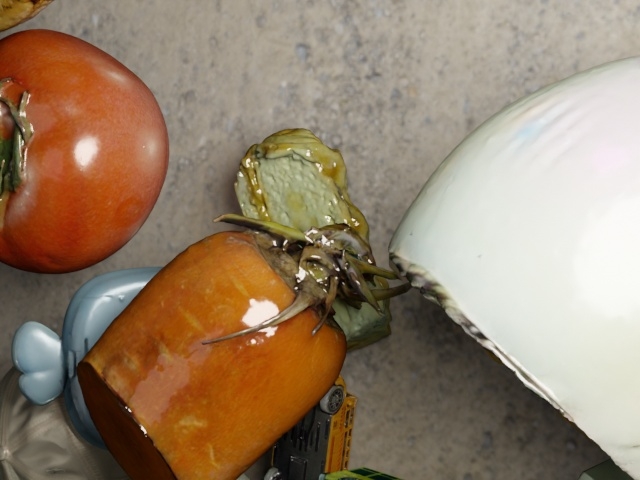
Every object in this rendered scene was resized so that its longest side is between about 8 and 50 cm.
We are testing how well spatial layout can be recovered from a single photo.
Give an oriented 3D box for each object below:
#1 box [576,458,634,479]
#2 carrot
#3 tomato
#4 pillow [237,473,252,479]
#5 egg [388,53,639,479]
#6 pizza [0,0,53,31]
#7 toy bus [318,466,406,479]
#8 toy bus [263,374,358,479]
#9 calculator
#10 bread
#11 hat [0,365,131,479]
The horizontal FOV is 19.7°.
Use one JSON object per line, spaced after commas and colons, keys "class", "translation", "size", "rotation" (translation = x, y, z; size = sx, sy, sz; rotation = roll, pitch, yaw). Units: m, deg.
{"class": "box", "translation": [0.289, 0.354, 1.662], "size": [0.225, 0.117, 0.225], "rotation": [37, 111, 23]}
{"class": "carrot", "translation": [-0.086, 0.096, 1.728], "size": [0.331, 0.214, 0.193], "rotation": [-42, 64, -2]}
{"class": "tomato", "translation": [-0.282, -0.092, 1.907], "size": [0.256, 0.224, 0.256], "rotation": [6, 101, 32]}
{"class": "pillow", "translation": [-0.130, 0.335, 1.927], "size": [0.144, 0.078, 0.254], "rotation": [38, 114, -11]}
{"class": "egg", "translation": [0.280, -0.001, 1.530], "size": [0.354, 0.354, 0.340], "rotation": [43, 92, 21]}
{"class": "pizza", "translation": [-0.303, -0.356, 1.981], "size": [0.161, 0.085, 0.305], "rotation": [39, 111, 23]}
{"class": "toy bus", "translation": [0.085, 0.282, 1.788], "size": [0.175, 0.101, 0.088], "rotation": [14, 99, 34]}
{"class": "toy bus", "translation": [-0.005, 0.196, 1.846], "size": [0.069, 0.074, 0.162], "rotation": [17, 109, 32]}
{"class": "calculator", "translation": [-0.157, 0.120, 1.853], "size": [0.303, 0.042, 0.188], "rotation": [-2, 92, -13]}
{"class": "bread", "translation": [0.000, 0.000, 1.831], "size": [0.128, 0.088, 0.232], "rotation": [-22, 90, 38]}
{"class": "hat", "translation": [-0.225, 0.186, 1.930], "size": [0.275, 0.161, 0.232], "rotation": [-26, 84, 14]}
